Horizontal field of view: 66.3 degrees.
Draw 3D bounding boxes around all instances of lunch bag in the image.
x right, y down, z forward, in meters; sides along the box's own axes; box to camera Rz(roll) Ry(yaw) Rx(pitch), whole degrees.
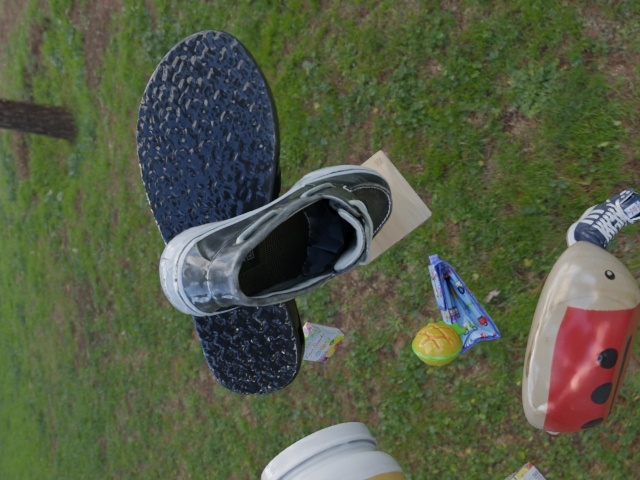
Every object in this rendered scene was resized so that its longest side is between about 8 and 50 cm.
[{"bbox_3d":[0.417,0.176,1.519,0.138,0.221,0.294,-25,81,7],"label":"lunch bag"}]

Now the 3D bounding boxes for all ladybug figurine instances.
[{"bbox_3d":[0.560,0.229,1.048,0.161,0.304,0.450,19,116,41],"label":"ladybug figurine"}]

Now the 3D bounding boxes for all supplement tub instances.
[{"bbox_3d":[0.055,0.454,0.700,0.228,0.228,0.316,-61,43,32],"label":"supplement tub"}]

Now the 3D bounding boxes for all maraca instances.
[{"bbox_3d":[0.314,0.262,1.291,0.127,0.185,0.099,9,115,29],"label":"maraca"}]

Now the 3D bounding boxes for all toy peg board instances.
[{"bbox_3d":[0.109,-0.060,0.969,0.160,0.079,0.161,-38,77,9],"label":"toy peg board"}]

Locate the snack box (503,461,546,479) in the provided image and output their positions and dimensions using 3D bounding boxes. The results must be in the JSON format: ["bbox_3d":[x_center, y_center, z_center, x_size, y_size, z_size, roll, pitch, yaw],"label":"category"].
[{"bbox_3d":[0.323,0.533,0.930,0.070,0.207,0.175,47,135,28],"label":"snack box"}]

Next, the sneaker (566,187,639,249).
[{"bbox_3d":[0.754,-0.043,1.274,0.099,0.282,0.153,53,140,-1],"label":"sneaker"}]

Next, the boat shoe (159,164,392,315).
[{"bbox_3d":[0.000,0.000,0.522,0.119,0.335,0.121,5,115,40],"label":"boat shoe"}]

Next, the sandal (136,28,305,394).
[{"bbox_3d":[-0.115,-0.021,0.620,0.167,0.107,0.447,-4,107,7],"label":"sandal"}]

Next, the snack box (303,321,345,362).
[{"bbox_3d":[-0.010,0.284,1.357,0.037,0.141,0.100,42,104,44],"label":"snack box"}]
